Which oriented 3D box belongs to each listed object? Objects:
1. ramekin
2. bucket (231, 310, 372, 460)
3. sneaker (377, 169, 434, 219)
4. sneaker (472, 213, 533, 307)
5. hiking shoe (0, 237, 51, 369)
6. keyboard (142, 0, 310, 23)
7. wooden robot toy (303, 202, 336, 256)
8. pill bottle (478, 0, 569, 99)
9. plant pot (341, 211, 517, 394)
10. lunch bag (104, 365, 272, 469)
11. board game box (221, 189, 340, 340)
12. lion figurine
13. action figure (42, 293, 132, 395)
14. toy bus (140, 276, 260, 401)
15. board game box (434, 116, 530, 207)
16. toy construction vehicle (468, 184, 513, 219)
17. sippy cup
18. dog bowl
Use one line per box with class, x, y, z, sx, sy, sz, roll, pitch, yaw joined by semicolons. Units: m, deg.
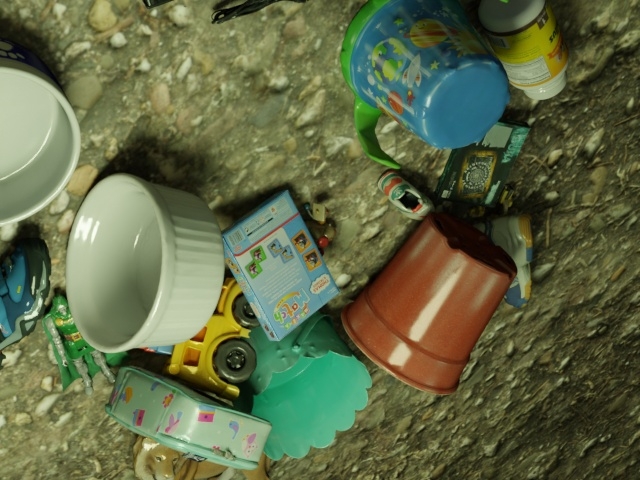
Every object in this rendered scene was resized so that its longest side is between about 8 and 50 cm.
ramekin;-0.273;0.039;1.650;0.135;0.277;0.277;6;123;-43
bucket;-0.056;0.265;2.033;0.281;0.183;0.281;-17;134;-18
sneaker;0.171;-0.068;1.964;0.057;0.075;0.161;-44;135;9
sneaker;0.375;0.040;2.180;0.130;0.112;0.296;-3;144;9
hiking shoe;-0.534;0.116;1.663;0.132;0.113;0.304;18;116;-41
keyboard;-0.115;-0.414;1.528;0.317;0.033;0.202;-23;128;-12
wooden robot toy;0.000;0.000;1.926;0.079;0.076;0.173;-8;131;-40
pill bottle;0.359;-0.342;1.814;0.117;0.117;0.215;-37;137;2
plant pot;0.223;0.106;2.004;0.272;0.272;0.265;16;116;-39
lunch bag;-0.229;0.317;1.844;0.224;0.279;0.108;31;78;-41
board game box;-0.073;0.043;1.825;0.160;0.039;0.212;-36;106;-32
lion figurine;-0.226;0.444;2.140;0.392;0.142;0.240;-7;123;-45
action figure;-0.420;0.174;1.822;0.137;0.063;0.232;-28;136;-14
toy bus;-0.213;0.156;1.869;0.211;0.149;0.220;17;78;-10
board game box;0.306;-0.151;1.991;0.126;0.026;0.186;9;123;-19
toy construction vehicle;0.344;-0.080;2.088;0.085;0.035;0.098;1;126;-32
sippy cup;0.183;-0.269;1.693;0.240;0.224;0.306;-18;133;-18
dog bowl;-0.480;-0.151;1.476;0.264;0.104;0.265;-17;134;-19
